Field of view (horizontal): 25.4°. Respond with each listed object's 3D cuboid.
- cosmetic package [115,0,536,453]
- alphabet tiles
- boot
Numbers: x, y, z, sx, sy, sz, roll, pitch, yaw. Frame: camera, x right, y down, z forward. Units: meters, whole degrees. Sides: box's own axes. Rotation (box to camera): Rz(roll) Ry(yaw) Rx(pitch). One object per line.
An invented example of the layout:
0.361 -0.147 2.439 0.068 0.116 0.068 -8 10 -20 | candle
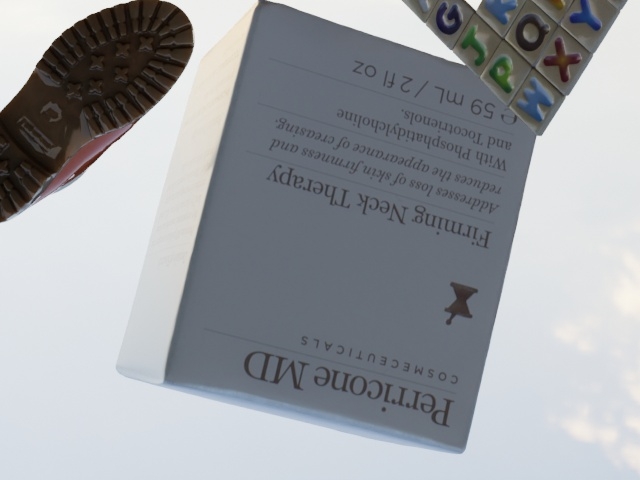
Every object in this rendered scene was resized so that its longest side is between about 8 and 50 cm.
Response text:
0.000 0.000 1.557 0.329 0.393 0.327 15 172 -15 | cosmetic package
0.172 -0.235 1.117 0.009 0.237 0.198 0 -140 -42 | alphabet tiles
-0.128 -0.072 0.771 0.158 0.059 0.084 -38 179 11 | boot
